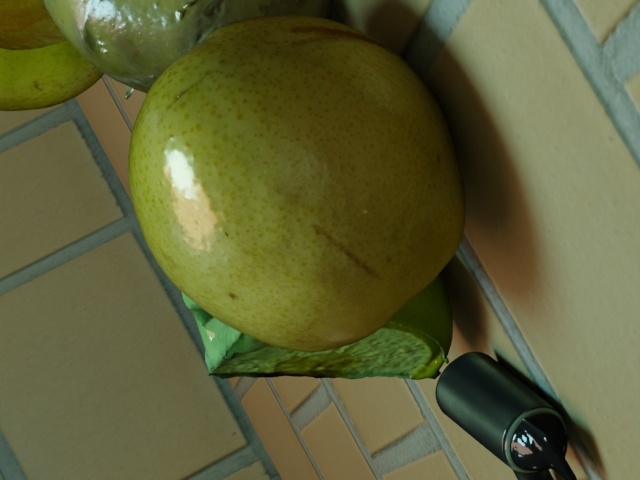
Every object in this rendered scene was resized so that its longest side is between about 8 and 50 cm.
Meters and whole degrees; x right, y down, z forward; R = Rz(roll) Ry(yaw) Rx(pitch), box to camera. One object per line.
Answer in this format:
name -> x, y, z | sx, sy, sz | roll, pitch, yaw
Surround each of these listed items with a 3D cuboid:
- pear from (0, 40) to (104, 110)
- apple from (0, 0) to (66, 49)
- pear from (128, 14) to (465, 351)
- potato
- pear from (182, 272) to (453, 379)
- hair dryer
pear -> -0.429, -0.369, 2.365 | 0.362, 0.362, 0.418 | 55, 153, 29
apple -> -0.291, -0.390, 1.845 | 0.374, 0.374, 0.384 | 59, -179, 14
pear -> -0.022, -0.059, 1.555 | 0.314, 0.314, 0.314 | 57, 166, 22
potato -> -0.138, -0.197, 1.713 | 0.239, 0.299, 0.116 | 115, 162, -66
pear -> 0.000, 0.000, 1.790 | 0.176, 0.286, 0.282 | 121, 148, -59
hair dryer -> 0.231, 0.246, 1.737 | 0.248, 0.078, 0.195 | 59, 170, -29
